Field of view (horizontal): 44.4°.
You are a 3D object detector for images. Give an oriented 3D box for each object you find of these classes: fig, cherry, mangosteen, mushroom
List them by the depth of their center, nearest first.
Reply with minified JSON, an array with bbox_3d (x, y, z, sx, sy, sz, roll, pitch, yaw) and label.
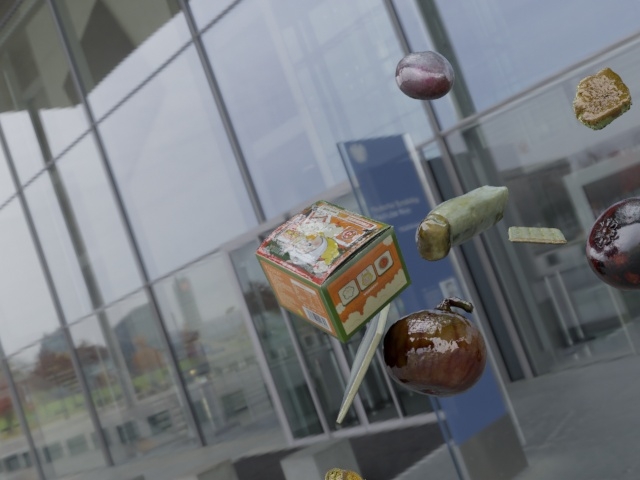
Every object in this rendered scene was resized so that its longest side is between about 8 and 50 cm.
[{"bbox_3d":[0.585,0.015,1.417,0.200,0.200,0.200,-20,-5,-2],"label":"mangosteen"},{"bbox_3d":[0.286,-0.043,1.583,0.312,0.081,0.100,-25,-44,-49],"label":"mushroom"},{"bbox_3d":[0.259,0.250,1.765,0.235,0.214,0.235,-10,-32,-6],"label":"fig"},{"bbox_3d":[0.308,-0.473,2.269,0.176,0.176,0.140,-17,-44,-34],"label":"cherry"}]

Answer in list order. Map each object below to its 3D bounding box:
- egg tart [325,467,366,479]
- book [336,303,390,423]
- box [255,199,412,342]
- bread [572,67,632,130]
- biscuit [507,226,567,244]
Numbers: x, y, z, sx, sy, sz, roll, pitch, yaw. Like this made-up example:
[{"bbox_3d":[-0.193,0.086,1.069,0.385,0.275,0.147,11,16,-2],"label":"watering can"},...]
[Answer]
[{"bbox_3d":[0.070,0.604,1.920,0.130,0.130,0.052,-13,-38,-56],"label":"egg tart"},{"bbox_3d":[0.104,0.241,1.744,0.018,0.228,0.322,22,19,2],"label":"book"},{"bbox_3d":[0.022,0.046,1.395,0.177,0.148,0.195,-39,36,-22],"label":"box"},{"bbox_3d":[0.702,-0.356,1.970,0.140,0.128,0.069,-35,-22,5],"label":"bread"},{"bbox_3d":[0.539,-0.013,1.967,0.139,0.016,0.231,3,9,13],"label":"biscuit"}]
